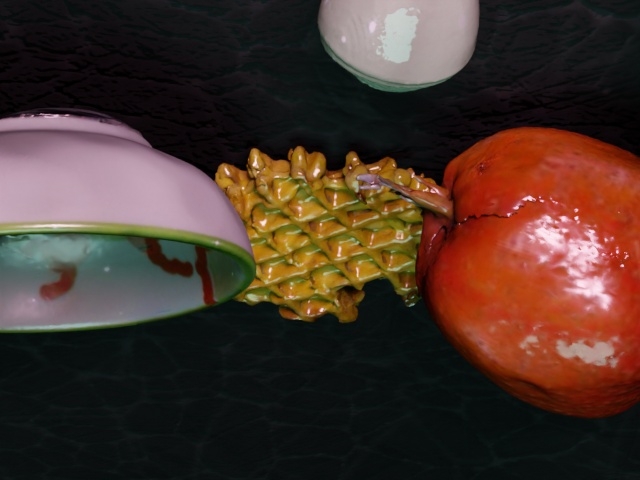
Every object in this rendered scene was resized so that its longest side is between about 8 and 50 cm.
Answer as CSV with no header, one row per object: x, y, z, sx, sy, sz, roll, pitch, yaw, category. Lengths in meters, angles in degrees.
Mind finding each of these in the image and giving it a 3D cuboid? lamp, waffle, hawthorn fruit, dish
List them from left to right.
-0.213,-0.023,1.252,0.324,0.124,0.324,-3,165,-1,dish
0.000,0.000,1.368,0.228,0.051,0.232,11,147,-9,waffle
0.059,-0.174,1.038,0.106,0.106,0.193,6,139,-8,lamp
0.159,0.009,1.245,0.299,0.211,0.211,26,143,-11,hawthorn fruit
